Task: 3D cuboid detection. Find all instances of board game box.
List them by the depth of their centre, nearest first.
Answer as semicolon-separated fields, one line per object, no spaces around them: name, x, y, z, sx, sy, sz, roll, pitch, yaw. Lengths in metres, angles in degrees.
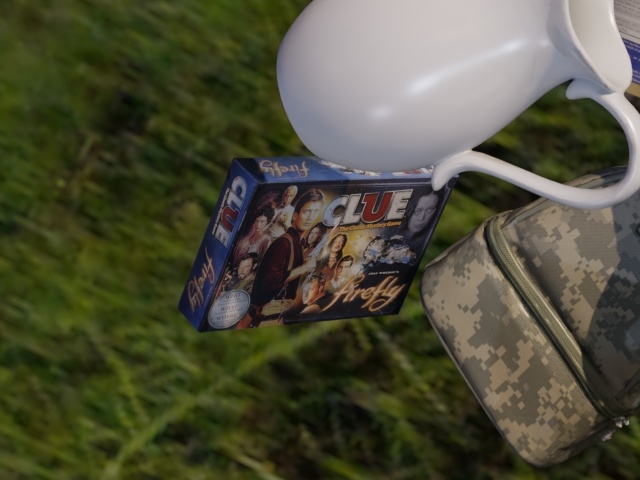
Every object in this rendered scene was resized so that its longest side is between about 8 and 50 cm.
board game box;0.000;0.000;1.731;0.042;0.243;0.165;46;126;38

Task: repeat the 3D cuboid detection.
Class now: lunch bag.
lunch bag;0.263;0.036;1.612;0.256;0.212;0.305;-39;-13;23

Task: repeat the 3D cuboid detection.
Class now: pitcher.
pitcher;0.088;-0.089;1.121;0.207;0.125;0.178;-15;86;28

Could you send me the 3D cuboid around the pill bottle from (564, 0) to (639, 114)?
pill bottle;0.338;-0.233;1.877;0.219;0.123;0.123;-68;20;6
